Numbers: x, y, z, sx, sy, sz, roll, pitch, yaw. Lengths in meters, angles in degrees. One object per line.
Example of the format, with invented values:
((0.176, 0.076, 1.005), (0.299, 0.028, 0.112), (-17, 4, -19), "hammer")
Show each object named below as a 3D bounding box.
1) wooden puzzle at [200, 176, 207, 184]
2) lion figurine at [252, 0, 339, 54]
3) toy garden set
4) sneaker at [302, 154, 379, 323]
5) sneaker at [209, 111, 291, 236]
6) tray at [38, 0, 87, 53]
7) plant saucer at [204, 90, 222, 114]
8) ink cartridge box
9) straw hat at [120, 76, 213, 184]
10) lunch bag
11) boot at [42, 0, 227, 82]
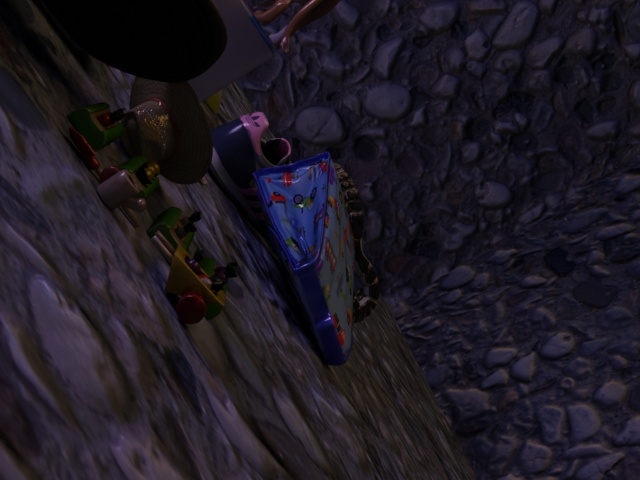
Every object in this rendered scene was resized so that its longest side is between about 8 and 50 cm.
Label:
((-0.195, -0.124, 1.416), (0.116, 0.014, 0.078), (61, 6, 34), "wooden puzzle")
((-0.024, -0.494, 1.823), (0.142, 0.240, 0.392), (55, 7, -41), "lion figurine")
((-0.158, -0.034, 0.945), (0.244, 0.049, 0.204), (57, 4, -10), "toy garden set")
((0.000, 0.000, 1.794), (0.147, 0.130, 0.330), (8, -60, 41), "sneaker")
((-0.090, -0.106, 1.668), (0.112, 0.131, 0.319), (60, 5, 30), "sneaker")
((-0.323, -0.313, 1.215), (0.145, 0.030, 0.270), (56, 4, -29), "tray")
((-0.286, -0.397, 2.120), (0.188, 0.045, 0.188), (60, 5, 32), "plant saucer")
((-0.249, -0.444, 1.856), (0.198, 0.197, 0.270), (53, 7, -46), "ink cartridge box")
((-0.192, -0.121, 1.079), (0.061, 0.144, 0.144), (-32, 89, -45), "straw hat")
((-0.005, 0.040, 1.527), (0.293, 0.138, 0.221), (-103, 177, -50), "lunch bag")
((-0.261, -0.346, 0.980), (0.377, 0.138, 0.284), (28, 32, -42), "boot")
